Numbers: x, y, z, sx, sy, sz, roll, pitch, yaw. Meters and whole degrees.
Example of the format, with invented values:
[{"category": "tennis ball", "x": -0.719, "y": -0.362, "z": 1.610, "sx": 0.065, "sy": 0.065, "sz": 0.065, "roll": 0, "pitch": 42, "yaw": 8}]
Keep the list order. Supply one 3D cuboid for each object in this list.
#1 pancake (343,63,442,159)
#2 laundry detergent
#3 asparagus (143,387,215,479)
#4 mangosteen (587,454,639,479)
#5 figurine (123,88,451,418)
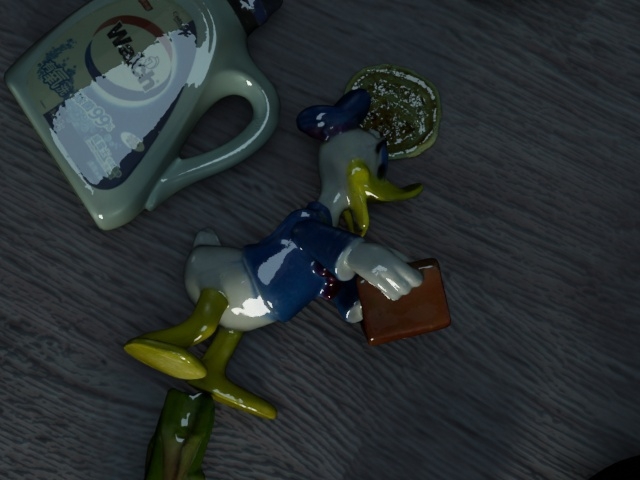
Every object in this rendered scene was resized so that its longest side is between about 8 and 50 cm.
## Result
[{"category": "pancake", "x": 0.074, "y": -0.131, "z": 1.971, "sx": 0.108, "sy": 0.017, "sz": 0.108, "roll": 0, "pitch": 89, "yaw": -2}, {"category": "laundry detergent", "x": -0.149, "y": -0.159, "z": 1.918, "sx": 0.281, "sy": 0.105, "sz": 0.215, "roll": -32, "pitch": 87, "yaw": -7}, {"category": "asparagus", "x": -0.163, "y": 0.278, "z": 1.886, "sx": 0.080, "sy": 0.080, "sz": 0.287, "roll": 18, "pitch": 92, "yaw": -2}, {"category": "mangosteen", "x": 0.344, "y": 0.340, "z": 1.832, "sx": 0.288, "sy": 0.288, "sz": 0.288, "roll": 0, "pitch": 85, "yaw": -3}, {"category": "figurine", "x": 0.000, "y": 0.000, "z": 1.869, "sx": 0.284, "sy": 0.204, "sz": 0.338, "roll": 10, "pitch": 71, "yaw": 25}]
